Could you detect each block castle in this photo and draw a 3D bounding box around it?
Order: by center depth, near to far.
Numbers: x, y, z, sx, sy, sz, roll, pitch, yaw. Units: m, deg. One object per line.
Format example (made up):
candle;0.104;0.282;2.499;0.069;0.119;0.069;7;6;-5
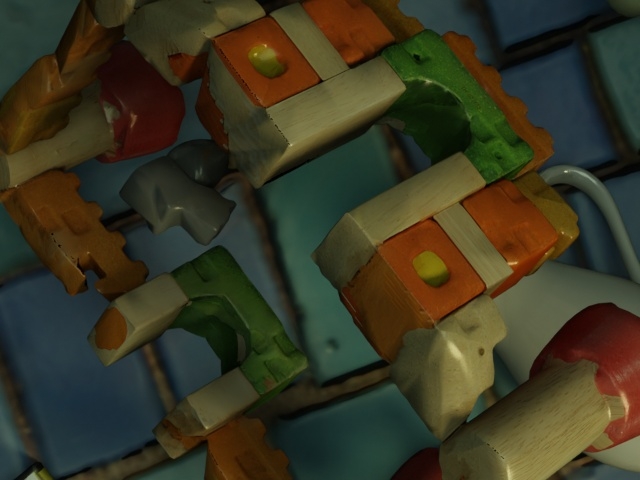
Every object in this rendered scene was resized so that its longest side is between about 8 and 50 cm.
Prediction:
block castle;0.000;0.000;1.250;0.213;0.303;0.453;-29;77;-41

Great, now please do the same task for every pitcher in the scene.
pitcher;0.203;0.055;1.380;0.207;0.125;0.178;36;73;10

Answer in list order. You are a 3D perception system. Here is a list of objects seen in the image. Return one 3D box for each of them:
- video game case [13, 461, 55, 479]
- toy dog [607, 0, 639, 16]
video game case;-0.235;0.344;1.395;0.275;0.035;0.248;-39;91;-2
toy dog;0.099;-0.394;1.266;0.408;0.284;0.395;15;67;-16
